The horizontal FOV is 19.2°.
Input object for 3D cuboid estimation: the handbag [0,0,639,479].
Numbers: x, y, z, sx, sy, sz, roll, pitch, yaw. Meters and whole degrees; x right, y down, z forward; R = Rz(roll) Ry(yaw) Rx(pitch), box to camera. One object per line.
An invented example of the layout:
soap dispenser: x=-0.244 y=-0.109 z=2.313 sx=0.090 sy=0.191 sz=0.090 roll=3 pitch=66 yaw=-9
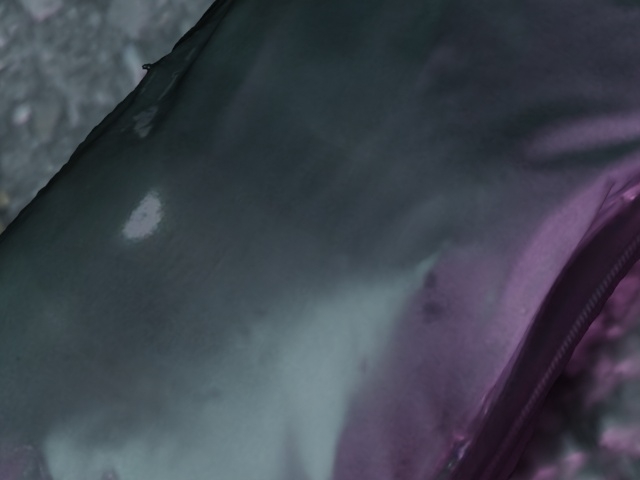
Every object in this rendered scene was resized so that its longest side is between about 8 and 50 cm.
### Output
handbag: x=0.002 y=-0.002 z=0.604 sx=0.191 sy=0.075 sz=0.332 roll=32 pitch=77 yaw=27
